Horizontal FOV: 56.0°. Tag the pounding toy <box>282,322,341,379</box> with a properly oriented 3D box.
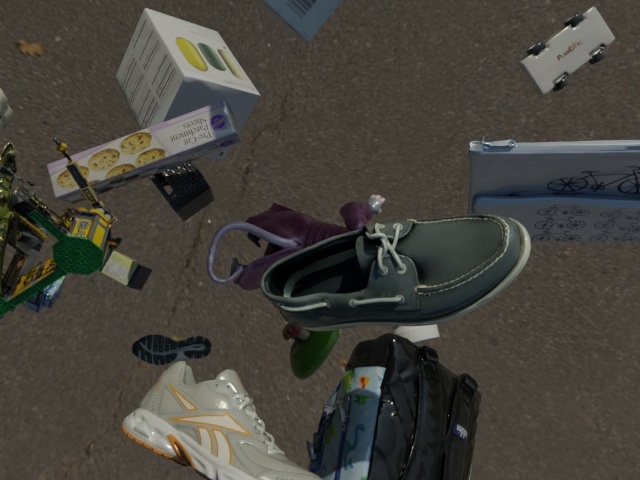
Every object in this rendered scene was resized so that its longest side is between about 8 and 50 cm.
[{"bbox_3d":[-0.035,0.219,1.499,0.110,0.237,0.183,36,131,-11],"label":"pounding toy"}]

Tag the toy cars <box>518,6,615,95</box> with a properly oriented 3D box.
[{"bbox_3d":[0.494,-0.469,1.185,0.176,0.087,0.394,12,93,-8],"label":"toy cars"}]

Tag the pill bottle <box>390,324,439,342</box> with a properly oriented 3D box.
[{"bbox_3d":[0.221,0.130,1.623,0.169,0.169,0.302,-11,74,-10],"label":"pill bottle"}]

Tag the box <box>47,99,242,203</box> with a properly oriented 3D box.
[{"bbox_3d":[-0.297,-0.148,1.024,0.324,0.063,0.067,-19,82,2],"label":"box"}]

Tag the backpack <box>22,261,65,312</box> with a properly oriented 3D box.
[{"bbox_3d":[-0.728,0.132,1.578,0.084,0.105,0.114,28,125,-15],"label":"backpack"}]

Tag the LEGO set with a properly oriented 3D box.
[{"bbox_3d":[-0.426,-0.070,0.771,0.255,0.192,0.331,-38,122,20],"label":"LEGO set"}]

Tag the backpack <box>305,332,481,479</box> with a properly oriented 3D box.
[{"bbox_3d":[0.113,0.379,0.972,0.273,0.355,0.290,-28,132,34],"label":"backpack"}]

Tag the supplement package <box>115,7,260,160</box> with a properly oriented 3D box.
[{"bbox_3d":[-0.309,-0.352,1.377,0.199,0.263,0.198,3,134,-43],"label":"supplement package"}]

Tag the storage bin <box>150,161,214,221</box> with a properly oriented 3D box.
[{"bbox_3d":[-0.284,-0.118,1.207,0.084,0.180,0.122,-37,90,-10],"label":"storage bin"}]

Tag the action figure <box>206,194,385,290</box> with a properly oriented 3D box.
[{"bbox_3d":[0.000,0.000,1.223,0.370,0.275,0.248,2,80,26],"label":"action figure"}]

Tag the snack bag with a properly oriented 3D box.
[{"bbox_3d":[0.413,-0.072,1.017,0.323,0.342,0.037,2,67,13],"label":"snack bag"}]

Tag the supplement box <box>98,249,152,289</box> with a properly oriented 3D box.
[{"bbox_3d":[-0.445,0.068,1.378,0.083,0.083,0.056,28,82,6],"label":"supplement box"}]

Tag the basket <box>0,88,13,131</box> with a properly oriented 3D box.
[{"bbox_3d":[-0.639,-0.181,0.878,0.289,0.201,0.255,17,64,-2],"label":"basket"}]

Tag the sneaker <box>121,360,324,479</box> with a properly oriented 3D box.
[{"bbox_3d":[-0.100,0.213,0.683,0.262,0.099,0.121,17,66,23],"label":"sneaker"}]

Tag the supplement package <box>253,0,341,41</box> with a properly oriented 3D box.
[{"bbox_3d":[-0.044,-0.425,1.044,0.105,0.179,0.105,36,99,-24],"label":"supplement package"}]

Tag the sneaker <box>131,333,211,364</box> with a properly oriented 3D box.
[{"bbox_3d":[-0.411,0.303,1.651,0.208,0.094,0.081,6,75,-21],"label":"sneaker"}]

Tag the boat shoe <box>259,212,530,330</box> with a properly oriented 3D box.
[{"bbox_3d":[0.071,0.034,0.685,0.099,0.319,0.116,35,48,-46],"label":"boat shoe"}]
